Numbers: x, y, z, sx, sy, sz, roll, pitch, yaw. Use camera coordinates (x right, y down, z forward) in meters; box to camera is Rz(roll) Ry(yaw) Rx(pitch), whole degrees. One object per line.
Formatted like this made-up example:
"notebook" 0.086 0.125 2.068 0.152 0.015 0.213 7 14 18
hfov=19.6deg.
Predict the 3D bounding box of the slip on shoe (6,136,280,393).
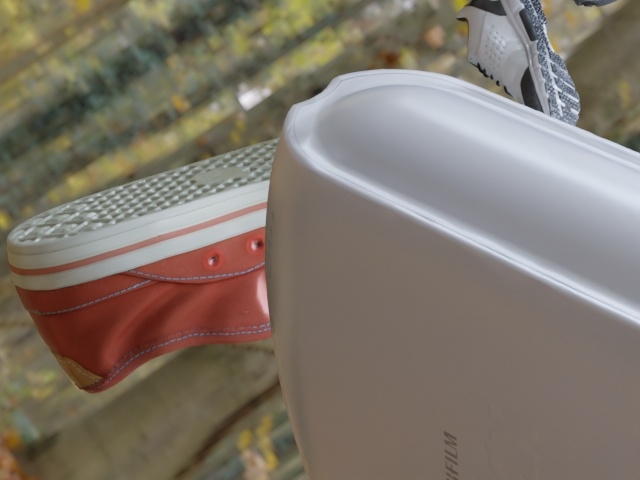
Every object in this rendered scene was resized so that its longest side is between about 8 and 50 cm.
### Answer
"slip on shoe" 0.000 0.000 1.003 0.123 0.331 0.101 -141 -143 -69

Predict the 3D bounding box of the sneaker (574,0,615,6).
"sneaker" 0.073 -0.230 1.065 0.272 0.100 0.108 20 -46 19

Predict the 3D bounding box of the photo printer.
"photo printer" 0.101 0.074 0.777 0.307 0.107 0.256 28 -41 36

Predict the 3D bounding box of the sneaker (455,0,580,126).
"sneaker" 0.105 -0.093 0.985 0.040 0.044 0.109 34 33 -47
